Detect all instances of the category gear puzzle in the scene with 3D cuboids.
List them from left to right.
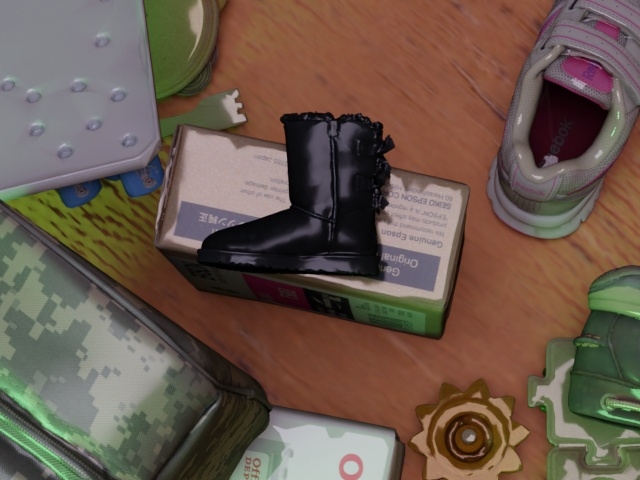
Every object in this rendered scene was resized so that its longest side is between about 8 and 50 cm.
[{"bbox_3d":[0.231,0.155,1.406,0.338,0.044,0.175,0,76,2],"label":"gear puzzle"}]

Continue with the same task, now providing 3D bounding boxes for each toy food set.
[{"bbox_3d":[-0.130,-0.165,1.473,0.132,0.038,0.192,-15,88,9],"label":"toy food set"}]

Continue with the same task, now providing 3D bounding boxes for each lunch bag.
[{"bbox_3d":[-0.190,0.133,1.185,0.212,0.305,0.256,34,85,8],"label":"lunch bag"}]

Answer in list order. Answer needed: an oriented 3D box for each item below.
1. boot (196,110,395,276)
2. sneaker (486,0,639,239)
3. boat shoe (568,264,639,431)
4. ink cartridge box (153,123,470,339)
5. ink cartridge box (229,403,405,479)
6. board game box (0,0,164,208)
[{"bbox_3d":[-0.014,-0.029,1.205,0.121,0.045,0.099,2,85,-4],"label":"boot"},{"bbox_3d":[0.199,-0.124,1.406,0.103,0.111,0.252,20,85,5],"label":"sneaker"},{"bbox_3d":[0.332,0.137,1.330,0.355,0.132,0.130,24,88,17],"label":"boat shoe"},{"bbox_3d":[0.000,0.000,1.341,0.193,0.235,0.088,11,83,5],"label":"ink cartridge box"},{"bbox_3d":[-0.095,0.208,1.381,0.283,0.117,0.207,9,83,5],"label":"ink cartridge box"},{"bbox_3d":[-0.311,-0.140,1.368,0.390,0.050,0.390,-14,50,3],"label":"board game box"}]
